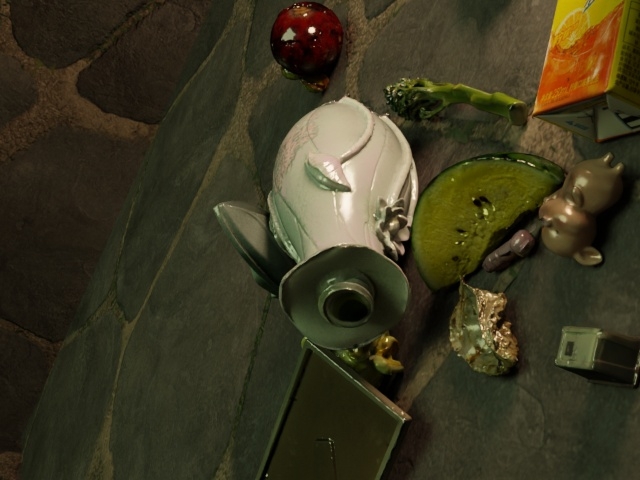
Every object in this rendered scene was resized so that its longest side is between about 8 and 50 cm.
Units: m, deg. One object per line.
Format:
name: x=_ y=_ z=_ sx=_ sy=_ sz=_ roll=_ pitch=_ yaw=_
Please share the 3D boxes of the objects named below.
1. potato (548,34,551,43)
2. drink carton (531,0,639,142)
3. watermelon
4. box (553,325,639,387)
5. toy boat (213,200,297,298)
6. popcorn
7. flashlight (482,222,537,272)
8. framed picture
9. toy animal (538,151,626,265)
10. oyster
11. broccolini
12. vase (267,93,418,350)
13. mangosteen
potato: x=0.346 y=-0.294 z=1.538 sx=0.092 sy=0.045 sz=0.046 roll=-59 pitch=-11 yaw=19
drink carton: x=0.378 y=-0.310 z=1.390 sx=0.154 sy=0.111 sz=0.351 roll=-13 pitch=61 yaw=63
watermelon: x=0.219 y=-0.042 z=1.571 sx=0.301 sy=0.123 sz=0.129 roll=-50 pitch=52 yaw=44
box: x=0.312 y=0.127 z=1.257 sx=0.084 sy=0.063 sz=0.060 roll=-1 pitch=70 yaw=65
toy boat: x=-0.074 y=0.032 z=1.895 sx=0.092 sy=0.319 sz=0.141 roll=-30 pitch=40 yaw=21
popcorn: x=0.055 y=0.178 z=1.738 sx=0.141 sy=0.162 sz=0.136 roll=-64 pitch=-29 yaw=-56
flashlight: x=0.257 y=0.016 z=1.512 sx=0.052 sy=0.031 sz=0.110 roll=-57 pitch=7 yaw=-36
framed picture: x=0.004 y=0.337 z=1.674 sx=0.232 sy=0.024 sz=0.315 roll=37 pitch=114 yaw=40
toy animal: x=0.320 y=-0.038 z=1.365 sx=0.083 sy=0.089 sz=0.150 roll=-68 pitch=3 yaw=-67
oyster: x=0.217 y=0.118 z=1.491 sx=0.177 sy=0.056 sz=0.105 roll=-135 pitch=55 yaw=-66
broccolini: x=0.209 y=-0.207 z=1.772 sx=0.078 sy=0.074 sz=0.392 roll=-30 pitch=22 yaw=-11
vase: x=0.034 y=-0.032 z=1.751 sx=0.250 sy=0.250 sz=0.445 roll=-56 pitch=19 yaw=30
mangosteen: x=-0.031 y=-0.407 z=2.355 sx=0.166 sy=0.166 sz=0.180 roll=-103 pitch=14 yaw=-52
